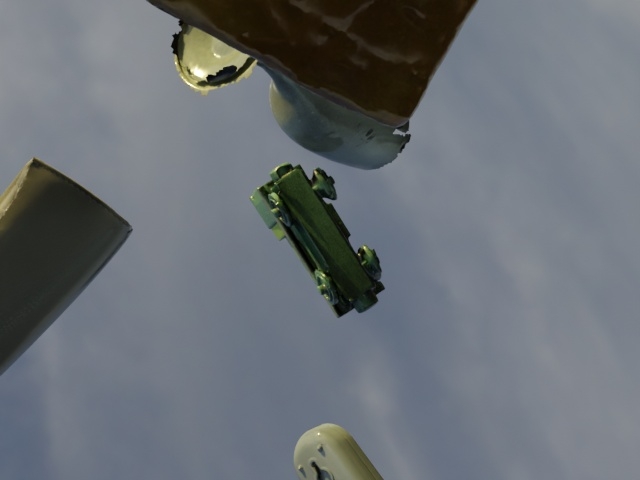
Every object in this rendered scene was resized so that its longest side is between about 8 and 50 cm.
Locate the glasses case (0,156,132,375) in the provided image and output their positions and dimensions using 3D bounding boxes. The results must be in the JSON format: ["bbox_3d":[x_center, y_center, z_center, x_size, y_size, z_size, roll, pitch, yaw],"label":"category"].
[{"bbox_3d":[-0.324,0.059,1.816,0.128,0.308,0.083,46,175,-14],"label":"glasses case"}]

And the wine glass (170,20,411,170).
[{"bbox_3d":[-0.023,-0.180,2.204,0.321,0.143,0.143,28,-141,-51],"label":"wine glass"}]

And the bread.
[{"bbox_3d":[0.046,-0.301,1.452,0.245,0.361,0.233,29,-167,-21],"label":"bread"}]

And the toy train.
[{"bbox_3d":[-0.001,0.000,2.287,0.200,0.083,0.132,60,167,3],"label":"toy train"}]

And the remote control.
[{"bbox_3d":[0.052,0.317,2.199,0.047,0.087,0.244,-18,-116,-47],"label":"remote control"}]
